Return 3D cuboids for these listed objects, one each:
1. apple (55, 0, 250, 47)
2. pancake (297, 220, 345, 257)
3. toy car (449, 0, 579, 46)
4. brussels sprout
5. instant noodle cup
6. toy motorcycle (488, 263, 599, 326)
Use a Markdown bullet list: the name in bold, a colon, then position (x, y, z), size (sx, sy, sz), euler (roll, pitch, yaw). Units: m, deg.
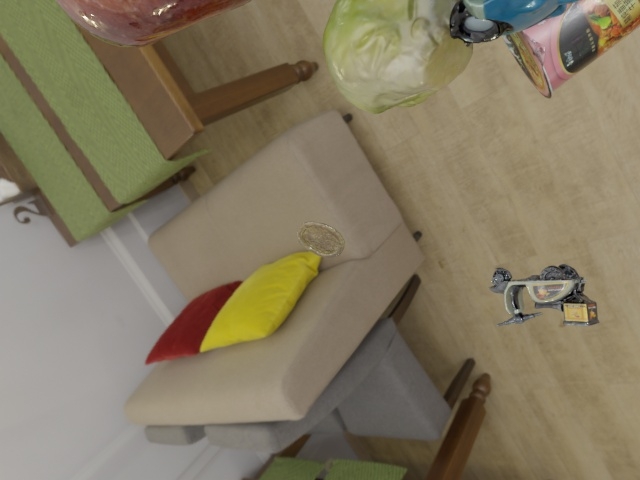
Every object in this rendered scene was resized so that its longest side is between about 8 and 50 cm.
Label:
- **apple**: position (-0.130, -0.248, 0.353), size (0.201, 0.201, 0.162), euler (3, 129, 36)
- **pancake**: position (0.000, -0.001, 1.026), size (0.115, 0.011, 0.114), euler (13, 139, 12)
- **toy car**: position (0.240, -0.360, 0.544), size (0.190, 0.255, 0.188), euler (5, 83, 27)
- **brussels sprout**: position (0.139, -0.366, 0.843), size (0.274, 0.316, 0.243), euler (-30, 142, 35)
- **instant noodle cup**: position (0.505, -0.448, 0.909), size (0.255, 0.244, 0.243), euler (-32, 97, 22)
- **toy motorcycle**: position (0.547, 0.140, 1.179), size (0.263, 0.091, 0.157), euler (-12, 81, 54)
